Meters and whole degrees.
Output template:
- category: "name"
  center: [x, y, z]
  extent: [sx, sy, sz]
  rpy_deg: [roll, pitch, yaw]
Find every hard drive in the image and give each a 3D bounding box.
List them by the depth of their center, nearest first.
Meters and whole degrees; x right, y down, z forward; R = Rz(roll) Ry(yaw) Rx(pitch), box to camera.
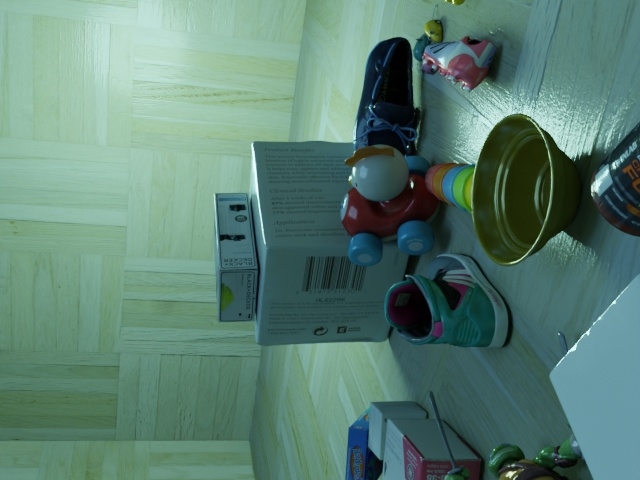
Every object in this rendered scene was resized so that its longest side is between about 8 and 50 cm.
- category: "hard drive"
  center: [0.366, 0.211, 0.849]
  extent: [0.307, 0.040, 0.203]
  rpy_deg: [-100, 30, -47]

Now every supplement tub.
- category: "supplement tub"
  center: [0.374, -0.092, 0.818]
  extent: [0.198, 0.106, 0.106]
  rpy_deg: [113, 156, -57]

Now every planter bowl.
- category: "planter bowl"
  center: [0.307, -0.069, 1.126]
  extent: [0.217, 0.090, 0.217]
  rpy_deg: [-177, 90, -72]

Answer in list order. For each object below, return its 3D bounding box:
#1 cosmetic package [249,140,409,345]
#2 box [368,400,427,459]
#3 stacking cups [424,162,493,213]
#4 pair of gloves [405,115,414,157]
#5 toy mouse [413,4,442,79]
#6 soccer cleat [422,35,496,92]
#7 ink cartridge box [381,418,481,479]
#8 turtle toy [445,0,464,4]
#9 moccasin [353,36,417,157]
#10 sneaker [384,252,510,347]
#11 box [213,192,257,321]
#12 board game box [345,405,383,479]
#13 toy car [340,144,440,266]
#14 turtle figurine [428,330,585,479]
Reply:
- category: "cosmetic package"
  center: [0.000, 0.000, 1.898]
  extent: [0.394, 0.329, 0.327]
  rpy_deg: [-100, 13, -47]
- category: "box"
  center: [0.160, 0.396, 1.642]
  extent: [0.087, 0.101, 0.102]
  rpy_deg: [-164, 76, -77]
- category: "stacking cups"
  center: [0.255, -0.101, 1.376]
  extent: [0.316, 0.096, 0.096]
  rpy_deg: [-136, 50, -74]
- category: "pair of gloves"
  center: [0.185, -0.242, 1.871]
  extent: [0.198, 0.023, 0.159]
  rpy_deg: [122, 148, -66]
- category: "toy mouse"
  center: [0.228, -0.406, 1.704]
  extent: [0.143, 0.031, 0.161]
  rpy_deg: [110, 159, -51]
- category: "soccer cleat"
  center: [0.262, -0.346, 1.478]
  extent: [0.095, 0.083, 0.248]
  rpy_deg: [-52, 18, 13]
- category: "ink cartridge box"
  center: [0.192, 0.495, 1.440]
  extent: [0.207, 0.117, 0.283]
  rpy_deg: [-149, 63, -75]
- category: "turtle toy"
  center: [0.262, -0.506, 1.496]
  extent: [0.130, 0.066, 0.095]
  rpy_deg: [-111, 4, -66]
- category: "moccasin"
  center: [0.143, -0.288, 1.746]
  extent: [0.117, 0.137, 0.342]
  rpy_deg: [172, 98, -67]
- category: "sneaker"
  center: [0.195, 0.101, 1.389]
  extent: [0.295, 0.178, 0.124]
  rpy_deg: [-120, 36, -68]
- category: "box"
  center: [-0.205, 0.035, 1.862]
  extent: [0.290, 0.087, 0.169]
  rpy_deg: [-102, 15, -48]
- category: "board game box"
  center: [0.105, 0.479, 1.781]
  extent: [0.210, 0.047, 0.160]
  rpy_deg: [-8, -78, -74]
- category: "toy car"
  center: [0.110, -0.111, 1.577]
  extent: [0.238, 0.210, 0.219]
  rpy_deg: [53, -148, -43]
- category: "turtle figurine"
  center: [0.265, 0.299, 1.000]
  extent: [0.266, 0.197, 0.275]
  rpy_deg: [-125, 36, -64]
